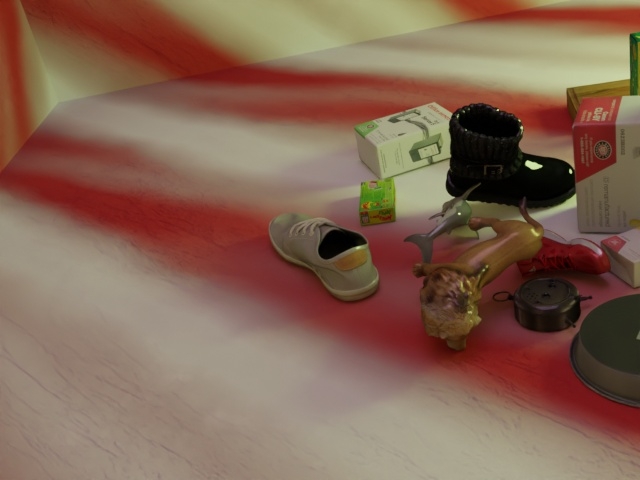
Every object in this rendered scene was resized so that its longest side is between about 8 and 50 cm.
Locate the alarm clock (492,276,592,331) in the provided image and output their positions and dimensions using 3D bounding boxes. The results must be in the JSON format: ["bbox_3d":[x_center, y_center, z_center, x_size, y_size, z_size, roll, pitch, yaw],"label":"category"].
[{"bbox_3d":[0.439,0.122,1.669,0.192,0.064,0.129,5,33,35],"label":"alarm clock"}]

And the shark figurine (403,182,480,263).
[{"bbox_3d":[0.325,-0.033,1.962,0.166,0.116,0.278,-35,4,36],"label":"shark figurine"}]

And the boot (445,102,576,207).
[{"bbox_3d":[0.472,-0.203,1.983,0.348,0.260,0.131,-1,54,0],"label":"boot"}]

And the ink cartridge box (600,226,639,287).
[{"bbox_3d":[0.708,0.017,1.734,0.198,0.067,0.115,-19,28,-12],"label":"ink cartridge box"}]

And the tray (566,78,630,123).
[{"bbox_3d":[0.946,-0.415,2.410,0.411,0.076,0.203,-8,29,11],"label":"tray"}]

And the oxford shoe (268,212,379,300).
[{"bbox_3d":[0.000,0.000,2.002,0.169,0.130,0.449,-24,29,-17],"label":"oxford shoe"}]

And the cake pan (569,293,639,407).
[{"bbox_3d":[0.600,0.187,1.489,0.293,0.054,0.293,-11,28,6],"label":"cake pan"}]

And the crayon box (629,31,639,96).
[{"bbox_3d":[0.929,-0.430,2.226,0.165,0.278,0.081,-8,30,8],"label":"crayon box"}]

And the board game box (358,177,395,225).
[{"bbox_3d":[0.154,-0.106,2.213,0.092,0.043,0.181,-8,28,10],"label":"board game box"}]

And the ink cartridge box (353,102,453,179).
[{"bbox_3d":[0.263,-0.299,2.440,0.273,0.115,0.198,-19,29,-10],"label":"ink cartridge box"}]

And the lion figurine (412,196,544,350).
[{"bbox_3d":[0.338,0.045,1.685,0.392,0.142,0.240,-44,14,-8],"label":"lion figurine"}]

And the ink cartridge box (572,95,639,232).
[{"bbox_3d":[0.769,-0.167,1.818,0.384,0.279,0.160,2,31,25],"label":"ink cartridge box"}]

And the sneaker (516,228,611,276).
[{"bbox_3d":[0.504,0.053,1.764,0.128,0.087,0.221,-32,21,-17],"label":"sneaker"}]
